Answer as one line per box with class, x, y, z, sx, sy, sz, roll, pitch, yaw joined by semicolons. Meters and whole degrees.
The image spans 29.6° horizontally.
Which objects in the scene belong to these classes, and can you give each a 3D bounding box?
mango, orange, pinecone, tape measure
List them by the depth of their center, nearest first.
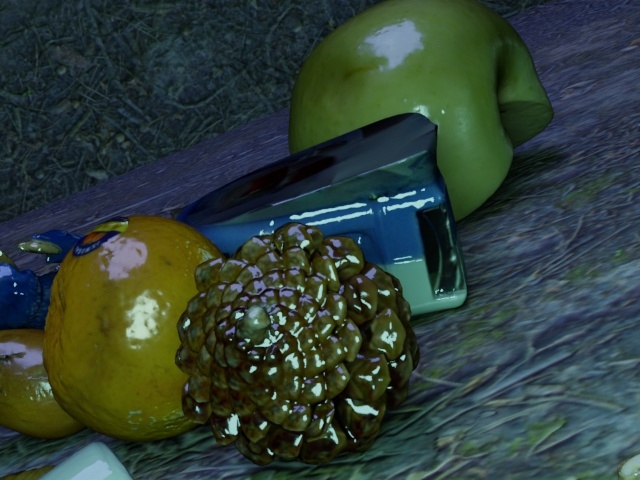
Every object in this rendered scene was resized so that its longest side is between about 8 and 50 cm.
pinecone;-0.009;0.069;0.797;0.174;0.173;0.173;-21;12;5
orange;-0.137;0.068;0.947;0.155;0.177;0.178;21;-13;-32
mango;-0.264;0.115;1.066;0.159;0.084;0.105;16;29;9
tape measure;0.002;0.000;1.088;0.262;0.138;0.259;-21;11;6

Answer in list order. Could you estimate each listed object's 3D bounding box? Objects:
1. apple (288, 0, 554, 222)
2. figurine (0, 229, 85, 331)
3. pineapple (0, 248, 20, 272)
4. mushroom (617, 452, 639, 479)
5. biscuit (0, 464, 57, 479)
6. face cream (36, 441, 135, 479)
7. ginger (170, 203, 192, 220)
apple;0.097;-0.150;1.338;0.258;0.233;0.295;-10;16;35
figurine;-0.242;0.068;1.188;0.164;0.120;0.262;-35;-19;27
pineapple;-0.536;0.106;1.419;0.357;0.222;0.223;-38;19;-33
mushroom;0.181;0.113;0.572;0.049;0.019;0.101;-27;11;-26
biscuit;-0.278;0.224;0.856;0.176;0.031;0.229;-13;14;41
face cream;-0.226;0.227;0.649;0.314;0.089;0.143;-33;16;-15
ginger;-0.197;0.033;1.470;0.122;0.084;0.290;-40;5;32
